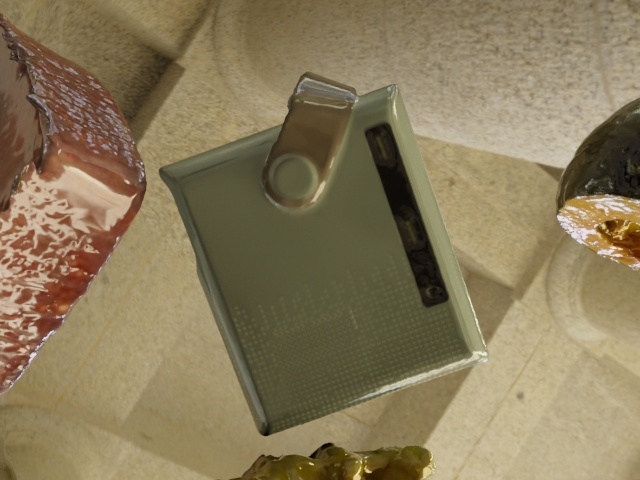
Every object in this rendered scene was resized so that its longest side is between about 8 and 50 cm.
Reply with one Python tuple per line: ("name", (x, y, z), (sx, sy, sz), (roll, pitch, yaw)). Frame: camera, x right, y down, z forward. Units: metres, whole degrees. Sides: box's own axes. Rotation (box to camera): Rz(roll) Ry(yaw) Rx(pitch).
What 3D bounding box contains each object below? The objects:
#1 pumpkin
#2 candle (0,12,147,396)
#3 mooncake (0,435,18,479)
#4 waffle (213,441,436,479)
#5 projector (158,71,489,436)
("pumpkin", (0.411, -0.018, 0.737), (0.317, 0.222, 0.139), (35, -108, -8))
("candle", (-0.241, -0.032, 0.560), (0.131, 0.287, 0.316), (26, -118, -44))
("mooncake", (-0.287, 0.155, 0.308), (0.284, 0.284, 0.155), (-46, -23, -6))
("waffle", (-0.009, 0.308, 0.559), (0.261, 0.151, 0.324), (-18, -60, -5))
("projector", (0.000, 0.000, 0.548), (0.178, 0.163, 0.242), (-19, -84, 1))
